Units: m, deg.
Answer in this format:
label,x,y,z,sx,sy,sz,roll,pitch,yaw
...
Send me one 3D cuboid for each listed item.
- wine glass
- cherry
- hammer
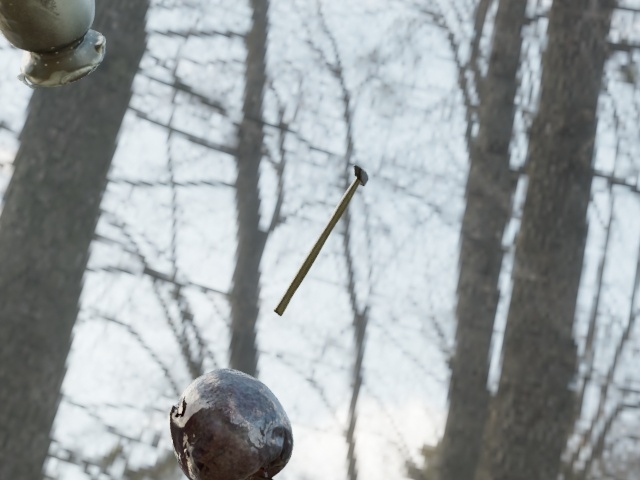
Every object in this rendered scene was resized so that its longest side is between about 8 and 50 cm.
label,x,y,z,sx,sy,sz,roll,pitch,yaw
wine glass,-0.299,-0.265,1.707,0.111,0.111,0.204,2,-47,19
cherry,-0.132,0.285,2.424,0.195,0.195,0.195,11,-34,7
hammer,0.000,0.000,1.881,0.013,0.199,0.062,29,-9,13
